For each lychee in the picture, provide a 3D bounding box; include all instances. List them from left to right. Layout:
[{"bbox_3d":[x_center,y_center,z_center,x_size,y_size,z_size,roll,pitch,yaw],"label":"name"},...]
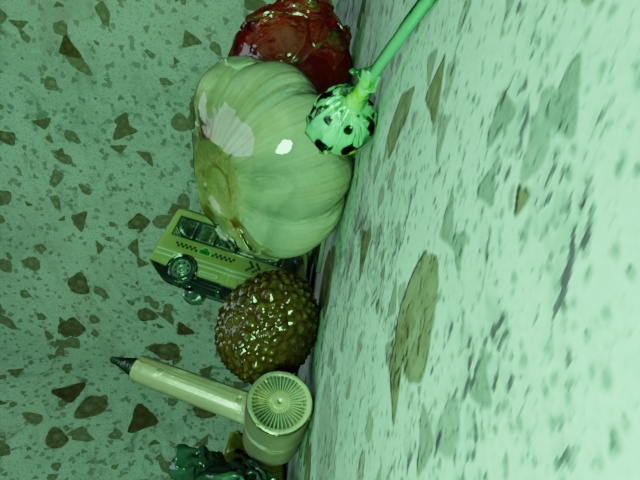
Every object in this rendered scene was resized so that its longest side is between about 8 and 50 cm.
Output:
[{"bbox_3d":[-0.097,0.157,1.027,0.200,0.200,0.238,-85,18,-46],"label":"lychee"}]

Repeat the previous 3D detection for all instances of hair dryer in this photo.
[{"bbox_3d":[-0.186,0.257,0.952,0.189,0.344,0.106,104,-172,-54],"label":"hair dryer"}]

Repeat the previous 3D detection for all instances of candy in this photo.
[{"bbox_3d":[0.051,-0.171,0.620,0.091,0.083,0.305,-43,1,-18],"label":"candy"}]

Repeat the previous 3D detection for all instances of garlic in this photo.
[{"bbox_3d":[-0.086,-0.132,0.911,0.241,0.322,0.322,-37,-36,-57],"label":"garlic"}]

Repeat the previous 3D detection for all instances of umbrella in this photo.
[{"bbox_3d":[-0.143,0.407,0.953,0.349,0.143,0.094,-15,69,61],"label":"umbrella"}]

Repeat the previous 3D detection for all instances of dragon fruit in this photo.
[{"bbox_3d":[-0.066,-0.363,1.226,0.277,0.277,0.342,-88,11,-61],"label":"dragon fruit"}]

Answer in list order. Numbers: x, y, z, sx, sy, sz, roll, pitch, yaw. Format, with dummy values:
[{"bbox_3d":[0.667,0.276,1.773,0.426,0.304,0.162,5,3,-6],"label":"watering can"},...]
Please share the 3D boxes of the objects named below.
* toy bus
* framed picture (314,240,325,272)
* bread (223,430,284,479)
[{"bbox_3d":[-0.193,0.066,1.348,0.177,0.365,0.202,93,-164,-65],"label":"toy bus"},{"bbox_3d":[0.000,0.000,1.245,0.149,0.011,0.109,-99,19,-77],"label":"framed picture"},{"bbox_3d":[-0.143,0.500,1.179,0.361,0.138,0.077,-121,42,-83],"label":"bread"}]
